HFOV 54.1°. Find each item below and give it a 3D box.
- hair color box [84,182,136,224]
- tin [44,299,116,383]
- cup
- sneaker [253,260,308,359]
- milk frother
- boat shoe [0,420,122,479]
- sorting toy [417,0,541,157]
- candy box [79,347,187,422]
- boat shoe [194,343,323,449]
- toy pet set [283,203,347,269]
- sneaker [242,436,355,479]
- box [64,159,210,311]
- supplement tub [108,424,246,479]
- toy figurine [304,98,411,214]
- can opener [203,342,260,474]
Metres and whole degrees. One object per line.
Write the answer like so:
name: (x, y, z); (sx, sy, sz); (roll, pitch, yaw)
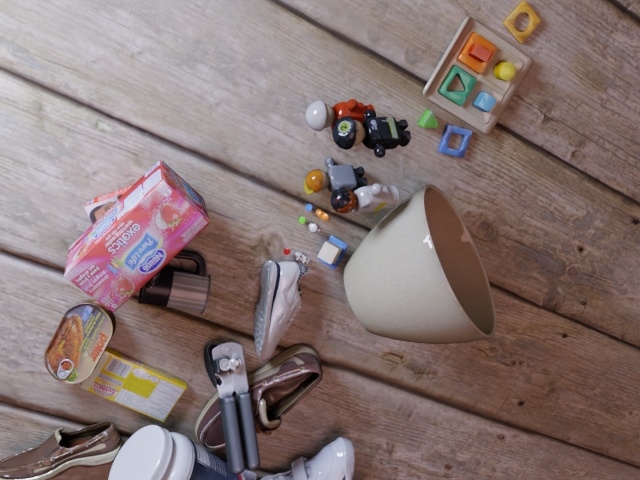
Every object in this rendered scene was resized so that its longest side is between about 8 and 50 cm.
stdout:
hair color box: (-0.380, -0.066, 1.232); (0.141, 0.043, 0.072); (-21, 116, -5)
tin: (-0.497, 0.210, 1.302); (0.106, 0.040, 0.190); (31, 101, -3)
cup: (0.191, 0.080, 1.317); (0.236, 0.331, 0.331); (-24, 118, 25)
sneaker: (-0.089, 0.158, 1.375); (0.094, 0.090, 0.235); (4, 111, -26)
milk frother: (-0.288, 0.088, 1.263); (0.134, 0.143, 0.129); (11, 104, -18)
boat shoe: (-0.570, 0.450, 1.364); (0.257, 0.095, 0.095); (-10, 111, -23)
sorting toy: (0.336, -0.339, 1.306); (0.195, 0.047, 0.348); (25, 103, -22)
candy box: (-0.409, 0.319, 1.384); (0.205, 0.027, 0.105); (32, 103, -22)
boat shoe: (-0.137, 0.374, 1.422); (0.342, 0.123, 0.123); (-34, 115, 0)
toy pet set: (0.000, 0.000, 1.360); (0.114, 0.065, 0.122); (31, 100, 13)
sneaker: (-0.085, 0.603, 1.516); (0.210, 0.137, 0.366); (31, 104, -26)
box: (-0.341, -0.009, 1.171); (0.257, 0.128, 0.122); (-42, 118, 5)
supplement tub: (-0.310, 0.548, 1.394); (0.191, 0.191, 0.272); (-42, 122, 4)
toy figurine: (0.056, -0.161, 1.215); (0.148, 0.213, 0.210); (-5, 117, -25)
can opener: (-0.189, 0.358, 1.365); (0.074, 0.093, 0.281); (-5, 76, -33)
